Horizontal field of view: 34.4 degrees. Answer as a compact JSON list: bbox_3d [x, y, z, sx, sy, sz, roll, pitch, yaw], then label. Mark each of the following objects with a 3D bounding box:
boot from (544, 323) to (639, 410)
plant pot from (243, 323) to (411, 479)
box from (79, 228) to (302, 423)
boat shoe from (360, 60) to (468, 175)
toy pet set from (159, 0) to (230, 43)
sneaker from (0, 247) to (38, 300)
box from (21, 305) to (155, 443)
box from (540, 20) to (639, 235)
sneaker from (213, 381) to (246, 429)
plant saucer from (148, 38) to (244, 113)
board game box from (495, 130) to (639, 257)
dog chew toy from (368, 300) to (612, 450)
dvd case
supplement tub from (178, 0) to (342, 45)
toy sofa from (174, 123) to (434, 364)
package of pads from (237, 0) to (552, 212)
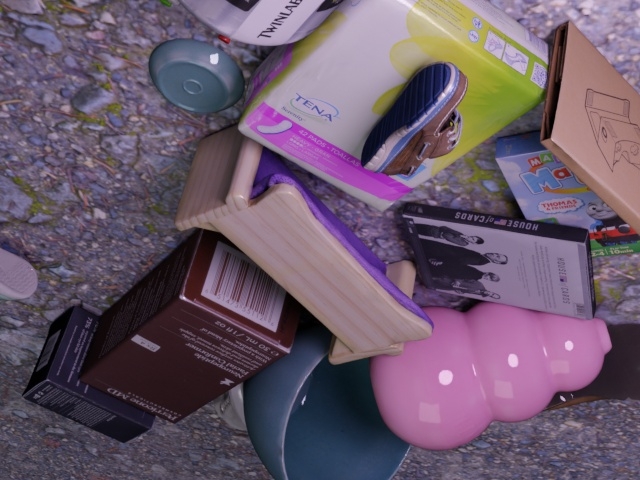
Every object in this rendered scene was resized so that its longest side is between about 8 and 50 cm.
[{"bbox_3d":[0.426,0.190,1.533,0.305,0.112,0.115,-16,165,28],"label":"boot"},{"bbox_3d":[-0.009,0.252,1.614,0.195,0.290,0.290,17,156,46],"label":"plant pot"},{"bbox_3d":[-0.207,0.143,1.613,0.191,0.143,0.381,29,143,-20],"label":"box"},{"bbox_3d":[0.108,-0.120,1.052,0.066,0.066,0.183,18,155,-17],"label":"boat shoe"},{"bbox_3d":[-0.124,-0.274,1.105,0.122,0.065,0.114,30,176,-17],"label":"toy pet set"},{"bbox_3d":[-0.586,0.027,1.615,0.151,0.094,0.256,-17,133,40],"label":"sneaker"},{"bbox_3d":[-0.376,0.232,1.774,0.207,0.153,0.108,32,141,-23],"label":"box"},{"bbox_3d":[0.304,-0.109,1.079,0.201,0.164,0.021,37,141,-29],"label":"box"},{"bbox_3d":[-0.141,0.275,1.777,0.123,0.105,0.290,9,154,13],"label":"sneaker"},{"bbox_3d":[-0.151,-0.190,1.240,0.119,0.021,0.119,9,144,7],"label":"plant saucer"},{"bbox_3d":[0.322,-0.056,1.254,0.160,0.039,0.211,-8,138,28],"label":"board game box"},{"bbox_3d":[0.242,0.175,1.463,0.332,0.206,0.206,-15,138,11],"label":"dog chew toy"},{"bbox_3d":[0.237,0.028,1.360,0.239,0.029,0.179,10,148,24],"label":"dvd case"},{"bbox_3d":[0.001,-0.322,0.866,0.194,0.193,0.316,28,142,-20],"label":"supplement tub"},{"bbox_3d":[0.000,0.000,1.339,0.177,0.150,0.362,-19,133,33],"label":"toy sofa"},{"bbox_3d":[0.069,-0.171,1.128,0.229,0.101,0.296,29,141,-23],"label":"package of pads"}]
